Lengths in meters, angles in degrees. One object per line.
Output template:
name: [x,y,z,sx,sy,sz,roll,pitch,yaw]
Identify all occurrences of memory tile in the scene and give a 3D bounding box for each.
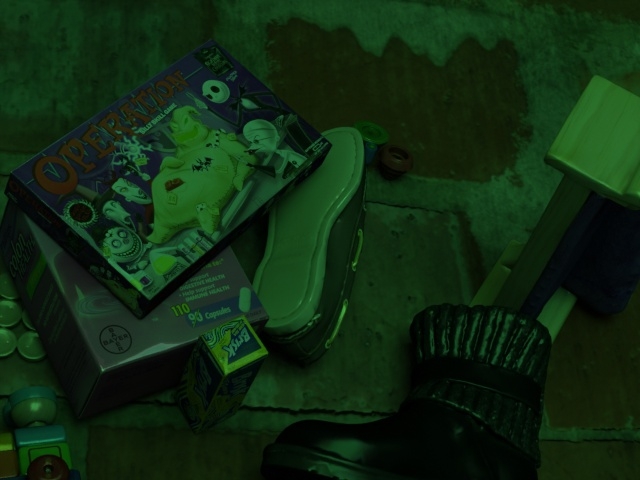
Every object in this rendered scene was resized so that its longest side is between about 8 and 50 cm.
memory tile: [-0.307,0.092,1.422,0.148,0.012,0.113,8,57,-11]

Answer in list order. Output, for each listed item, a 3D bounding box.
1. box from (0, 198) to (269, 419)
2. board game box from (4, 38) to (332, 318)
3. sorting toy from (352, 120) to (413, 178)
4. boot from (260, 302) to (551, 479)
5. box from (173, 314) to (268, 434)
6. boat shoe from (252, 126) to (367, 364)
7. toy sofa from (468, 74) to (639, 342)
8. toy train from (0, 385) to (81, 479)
box: [-0.216,0.045,1.398,0.214,0.117,0.243,-16,64,-33]
board game box: [-0.162,-0.083,1.410,0.208,0.056,0.347,39,49,9]
sorting toy: [0.076,-0.115,1.652,0.061,0.042,0.102,-21,54,-43]
boot: [0.105,0.187,1.411,0.348,0.131,0.260,15,62,-20]
box: [-0.111,0.149,1.350,0.059,0.169,0.054,-25,69,-28]
boat shoe: [0.000,0.000,1.520,0.117,0.096,0.324,-8,47,27]
toy sofa: [0.316,-0.001,1.456,0.177,0.362,0.150,31,55,10]
toy train: [-0.380,0.230,1.269,0.248,0.105,0.143,-4,50,-19]
